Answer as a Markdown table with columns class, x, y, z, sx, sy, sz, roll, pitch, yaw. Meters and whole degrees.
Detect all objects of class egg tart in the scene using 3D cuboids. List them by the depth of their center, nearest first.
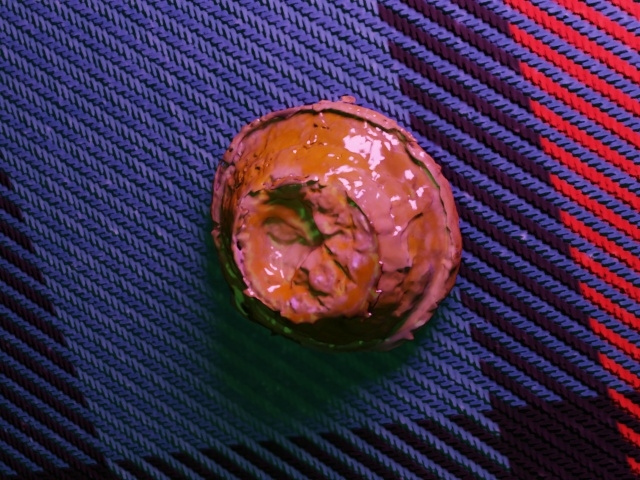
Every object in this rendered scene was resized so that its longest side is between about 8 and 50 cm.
| class | x | y | z | sx | sy | sz | roll | pitch | yaw |
| --- | --- | --- | --- | --- | --- | --- | --- | --- | --- |
| egg tart | 0.000 | 0.000 | 1.932 | 0.315 | 0.120 | 0.314 | 8 | 111 | 21 |
